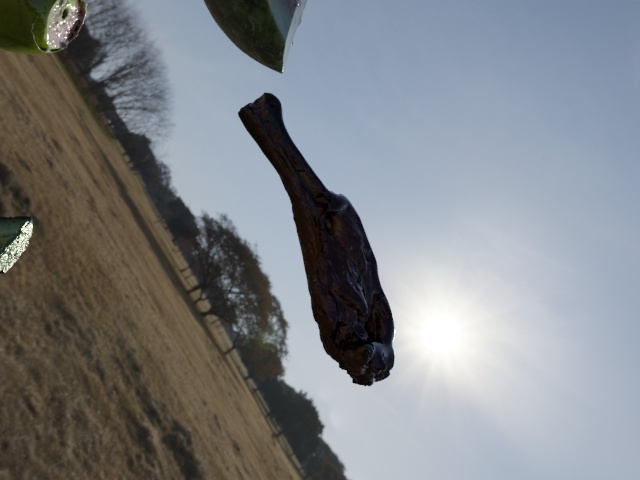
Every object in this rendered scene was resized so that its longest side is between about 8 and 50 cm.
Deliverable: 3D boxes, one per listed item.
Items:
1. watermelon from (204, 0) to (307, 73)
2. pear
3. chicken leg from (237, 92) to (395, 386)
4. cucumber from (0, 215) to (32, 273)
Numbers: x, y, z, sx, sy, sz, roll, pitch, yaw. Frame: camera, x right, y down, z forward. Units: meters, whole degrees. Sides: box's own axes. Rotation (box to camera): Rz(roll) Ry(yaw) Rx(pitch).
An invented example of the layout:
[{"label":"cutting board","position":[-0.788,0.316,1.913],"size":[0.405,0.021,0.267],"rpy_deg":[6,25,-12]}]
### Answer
[{"label":"watermelon","position":[-0.093,-0.471,0.756],"size":[0.320,0.213,0.290],"rpy_deg":[61,-22,23]},{"label":"pear","position":[-0.497,-0.401,0.738],"size":[0.219,0.188,0.187],"rpy_deg":[36,-10,-11]},{"label":"chicken leg","position":[0.000,0.000,0.643],"size":[0.158,0.095,0.408],"rpy_deg":[-23,91,-64]},{"label":"cucumber","position":[-0.632,0.021,0.857],"size":[0.086,0.192,0.116],"rpy_deg":[-60,-139,45]}]
